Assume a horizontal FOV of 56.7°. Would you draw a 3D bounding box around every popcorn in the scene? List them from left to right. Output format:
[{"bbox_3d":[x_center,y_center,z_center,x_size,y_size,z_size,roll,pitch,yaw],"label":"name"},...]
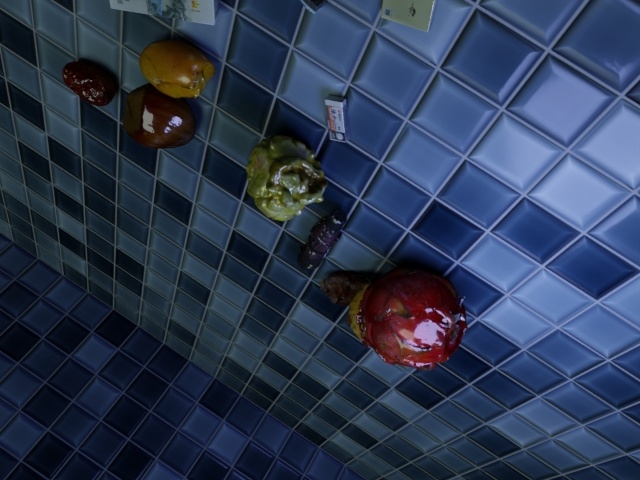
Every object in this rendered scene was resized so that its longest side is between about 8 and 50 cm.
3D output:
[{"bbox_3d":[-0.090,-0.167,1.633,0.259,0.212,0.259,6,98,52],"label":"popcorn"}]

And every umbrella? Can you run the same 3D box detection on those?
[{"bbox_3d":[0.000,0.000,1.851,0.094,0.090,0.326,37,144,3],"label":"umbrella"}]

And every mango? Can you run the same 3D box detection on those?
[{"bbox_3d":[-0.398,-0.467,1.615,0.252,0.126,0.153,21,155,31],"label":"mango"}]

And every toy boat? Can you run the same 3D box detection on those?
[{"bbox_3d":[-0.044,-0.562,1.291,0.140,0.059,0.066,51,167,-23],"label":"toy boat"}]

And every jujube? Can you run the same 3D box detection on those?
[{"bbox_3d":[-0.727,-0.494,1.856,0.176,0.109,0.112,31,110,10],"label":"jujube"}]

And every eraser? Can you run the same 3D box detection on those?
[{"bbox_3d":[0.043,-0.311,1.519,0.052,0.029,0.122,17,141,23],"label":"eraser"}]

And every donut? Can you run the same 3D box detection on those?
[{"bbox_3d":[0.132,0.190,1.922,0.112,0.151,0.295,27,-164,-45],"label":"donut"}]

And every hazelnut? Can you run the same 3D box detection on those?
[{"bbox_3d":[-0.474,-0.364,1.767,0.212,0.181,0.181,-25,85,49],"label":"hazelnut"}]

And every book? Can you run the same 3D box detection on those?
[{"bbox_3d":[0.182,-0.484,1.230,0.111,0.014,0.077,24,144,15],"label":"book"}]

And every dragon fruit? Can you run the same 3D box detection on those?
[{"bbox_3d":[0.267,0.227,1.719,0.302,0.295,0.295,21,143,36],"label":"dragon fruit"}]

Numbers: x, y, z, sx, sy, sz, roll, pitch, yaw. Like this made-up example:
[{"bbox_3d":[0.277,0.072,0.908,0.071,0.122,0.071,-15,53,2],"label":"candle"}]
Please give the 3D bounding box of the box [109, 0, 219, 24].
[{"bbox_3d":[-0.371,-0.613,1.393,0.257,0.069,0.164,9,145,-1],"label":"box"}]
